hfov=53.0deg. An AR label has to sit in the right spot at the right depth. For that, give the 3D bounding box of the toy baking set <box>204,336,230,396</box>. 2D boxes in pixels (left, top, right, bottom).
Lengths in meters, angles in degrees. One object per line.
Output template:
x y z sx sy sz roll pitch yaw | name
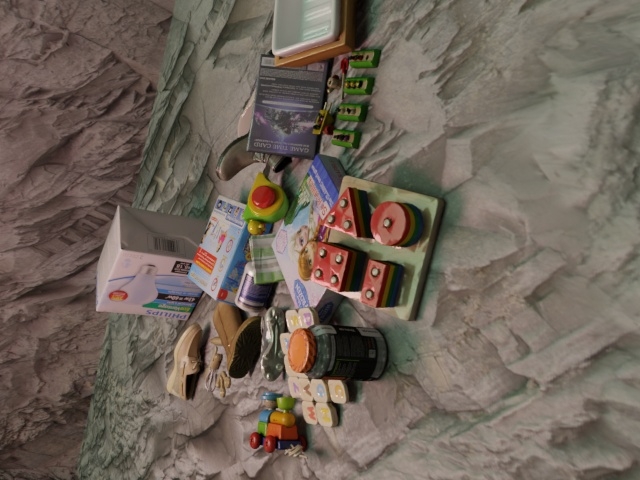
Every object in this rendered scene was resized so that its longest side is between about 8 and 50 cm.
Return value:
-0.350 0.418 2.155 0.256 0.030 0.196 -5 78 60 | toy baking set

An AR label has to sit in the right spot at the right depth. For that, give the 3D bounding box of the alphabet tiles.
-0.025 0.303 1.546 0.278 0.021 0.284 -16 83 59 | alphabet tiles

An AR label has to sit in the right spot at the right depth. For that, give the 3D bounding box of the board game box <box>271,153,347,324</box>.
0.000 0.000 1.615 0.318 0.066 0.318 -62 35 30 | board game box

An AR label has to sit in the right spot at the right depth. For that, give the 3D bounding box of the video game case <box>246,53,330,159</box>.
-0.090 -0.370 1.777 0.026 0.196 0.274 8 -90 -81 | video game case

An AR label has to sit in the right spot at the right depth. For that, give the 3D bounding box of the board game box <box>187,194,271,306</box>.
-0.293 0.024 2.054 0.308 0.086 0.301 23 92 60 | board game box

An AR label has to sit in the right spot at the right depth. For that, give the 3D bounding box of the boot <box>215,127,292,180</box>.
-0.175 -0.240 1.843 0.246 0.083 0.161 -47 61 -4 | boot

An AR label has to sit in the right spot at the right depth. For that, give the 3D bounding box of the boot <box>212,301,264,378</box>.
-0.258 0.256 1.982 0.236 0.089 0.269 -60 31 22 | boot

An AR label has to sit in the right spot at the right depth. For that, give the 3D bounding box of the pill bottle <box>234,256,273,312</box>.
-0.185 0.118 1.881 0.094 0.094 0.169 47 123 55 | pill bottle

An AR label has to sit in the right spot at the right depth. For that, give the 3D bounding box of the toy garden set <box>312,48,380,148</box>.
0.053 -0.367 1.643 0.204 0.049 0.244 25 104 60 | toy garden set

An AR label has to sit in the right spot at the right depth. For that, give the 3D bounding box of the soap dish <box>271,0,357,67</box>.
-0.010 -0.606 1.686 0.229 0.118 0.290 -6 75 35 | soap dish

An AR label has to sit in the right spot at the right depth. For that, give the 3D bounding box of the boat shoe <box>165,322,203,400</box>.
-0.467 0.437 2.304 0.098 0.109 0.302 26 109 19 | boat shoe

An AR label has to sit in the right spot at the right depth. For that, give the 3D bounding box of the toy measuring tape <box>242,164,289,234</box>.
-0.129 -0.164 1.881 0.121 0.121 0.330 -14 52 59 | toy measuring tape

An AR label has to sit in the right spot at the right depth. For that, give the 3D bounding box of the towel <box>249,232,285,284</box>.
-0.139 0.048 1.810 0.023 0.113 0.152 85 176 -61 | towel

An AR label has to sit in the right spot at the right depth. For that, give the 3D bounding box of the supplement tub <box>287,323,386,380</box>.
0.035 0.237 1.360 0.117 0.190 0.117 -25 60 55 | supplement tub

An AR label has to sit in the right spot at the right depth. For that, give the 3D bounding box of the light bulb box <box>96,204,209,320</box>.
-0.616 0.093 2.384 0.361 0.358 0.225 -57 35 38 | light bulb box

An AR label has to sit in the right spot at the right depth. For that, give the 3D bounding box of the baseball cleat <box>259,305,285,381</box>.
-0.134 0.289 1.789 0.109 0.072 0.205 148 131 -70 | baseball cleat

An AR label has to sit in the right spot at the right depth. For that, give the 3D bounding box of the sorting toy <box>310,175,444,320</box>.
0.099 0.008 1.336 0.257 0.089 0.255 19 100 42 | sorting toy

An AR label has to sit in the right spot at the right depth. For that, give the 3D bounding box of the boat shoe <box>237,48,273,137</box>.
-0.145 -0.440 1.953 0.340 0.127 0.158 -61 4 37 | boat shoe

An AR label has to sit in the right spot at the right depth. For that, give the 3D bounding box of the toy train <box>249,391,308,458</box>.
-0.083 0.453 1.596 0.248 0.105 0.143 -19 66 58 | toy train
